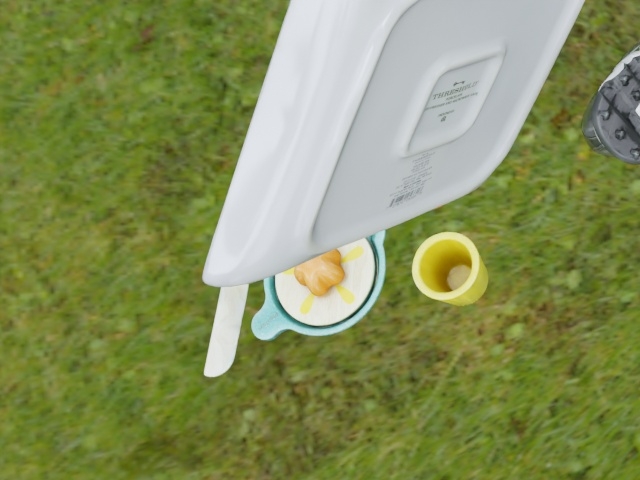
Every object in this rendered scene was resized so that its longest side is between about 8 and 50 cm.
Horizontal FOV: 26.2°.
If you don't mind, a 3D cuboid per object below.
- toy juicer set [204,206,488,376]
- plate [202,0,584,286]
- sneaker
[{"bbox_3d":[0.000,0.000,1.414,0.329,0.089,0.209,-17,67,20],"label":"toy juicer set"},{"bbox_3d":[0.069,-0.097,0.858,0.045,0.277,0.278,43,133,24],"label":"plate"},{"bbox_3d":[0.263,-0.131,0.924,0.234,0.106,0.078,-38,92,-8],"label":"sneaker"}]
